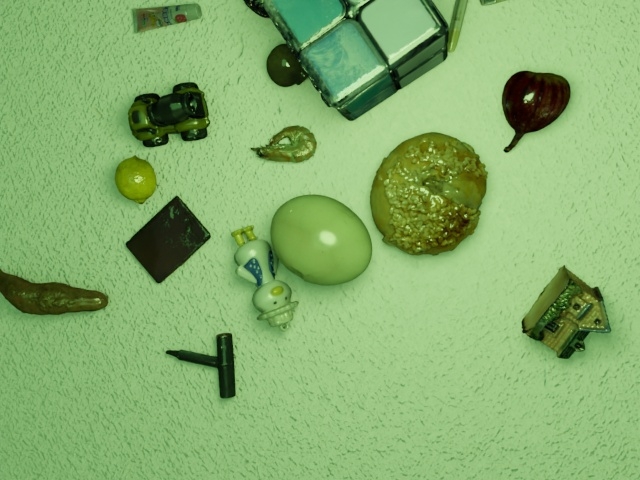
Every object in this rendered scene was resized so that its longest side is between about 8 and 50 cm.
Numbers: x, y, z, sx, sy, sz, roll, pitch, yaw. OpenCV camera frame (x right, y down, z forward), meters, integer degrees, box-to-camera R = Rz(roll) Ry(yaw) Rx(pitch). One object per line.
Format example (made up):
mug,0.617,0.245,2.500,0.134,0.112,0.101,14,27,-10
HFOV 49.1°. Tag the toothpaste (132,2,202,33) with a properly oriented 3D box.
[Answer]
toothpaste,-0.416,-0.605,1.886,0.194,0.043,0.067,-4,95,15

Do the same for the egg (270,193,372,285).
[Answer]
egg,0.000,0.000,1.755,0.269,0.219,0.219,36,97,18

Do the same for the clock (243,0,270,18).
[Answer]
clock,-0.141,-0.691,1.809,0.194,0.100,0.195,39,95,9

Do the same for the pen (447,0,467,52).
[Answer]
pen,0.349,-0.592,1.767,0.040,0.032,0.233,20,99,44

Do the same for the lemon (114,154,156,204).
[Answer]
lemon,-0.495,-0.162,1.881,0.109,0.109,0.133,-6,98,9

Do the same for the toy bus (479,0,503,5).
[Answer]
toy bus,0.418,-0.635,1.597,0.138,0.342,0.097,-13,90,13

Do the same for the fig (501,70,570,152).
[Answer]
fig,0.503,-0.327,1.692,0.149,0.148,0.202,36,84,-28

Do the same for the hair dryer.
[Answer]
hair dryer,-0.327,0.343,1.912,0.195,0.050,0.173,-4,91,13

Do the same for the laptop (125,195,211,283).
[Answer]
laptop,-0.416,-0.001,1.919,0.207,0.026,0.154,-42,88,9

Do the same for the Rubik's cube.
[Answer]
Rubik's cube,0.097,-0.502,1.670,0.318,0.313,0.316,-32,87,10

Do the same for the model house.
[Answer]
model house,0.611,0.191,1.700,0.172,0.166,0.183,36,109,2

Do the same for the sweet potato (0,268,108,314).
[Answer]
sweet potato,-0.764,0.161,1.947,0.354,0.095,0.106,12,67,9

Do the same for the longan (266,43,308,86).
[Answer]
longan,-0.084,-0.446,1.808,0.119,0.106,0.106,37,97,8

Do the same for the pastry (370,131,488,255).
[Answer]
pastry,0.264,-0.112,1.724,0.284,0.184,0.315,26,97,8

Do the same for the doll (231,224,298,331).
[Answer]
doll,-0.148,0.102,1.834,0.119,0.138,0.293,-27,85,49

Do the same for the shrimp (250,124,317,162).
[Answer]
shrimp,-0.098,-0.252,1.848,0.180,0.041,0.099,-4,91,10

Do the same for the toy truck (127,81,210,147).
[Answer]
toy truck,-0.406,-0.330,1.830,0.224,0.165,0.147,-10,91,10
